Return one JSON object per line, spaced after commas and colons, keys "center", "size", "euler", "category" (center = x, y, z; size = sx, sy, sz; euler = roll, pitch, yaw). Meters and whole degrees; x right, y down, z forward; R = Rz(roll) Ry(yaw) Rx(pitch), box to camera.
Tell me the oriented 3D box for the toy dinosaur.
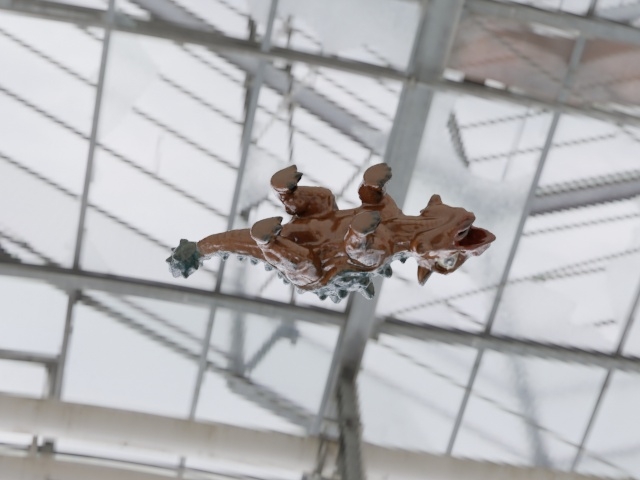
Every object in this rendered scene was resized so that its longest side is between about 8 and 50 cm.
{"center": [0.000, 0.000, 0.572], "size": [0.154, 0.055, 0.049], "euler": [-5, -134, 24], "category": "toy dinosaur"}
